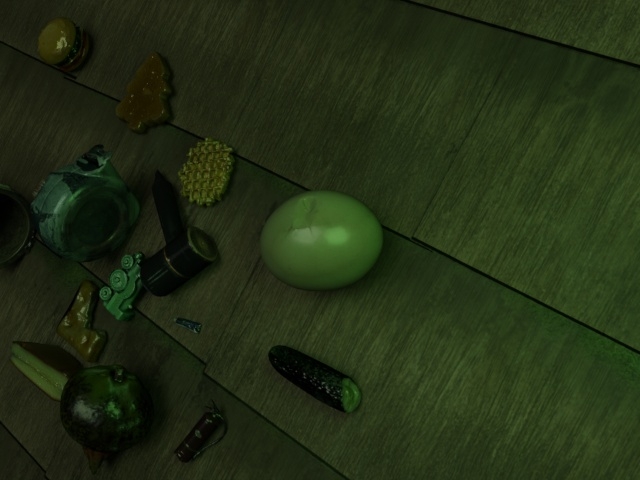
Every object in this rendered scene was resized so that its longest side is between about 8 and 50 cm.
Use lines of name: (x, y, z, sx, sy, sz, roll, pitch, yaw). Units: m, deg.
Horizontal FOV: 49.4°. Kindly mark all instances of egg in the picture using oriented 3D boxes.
egg: (0.000, 0.000, 1.481, 0.269, 0.219, 0.219, -5, 75, 11)

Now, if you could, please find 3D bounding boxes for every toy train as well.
toy train: (-0.503, 0.117, 1.825, 0.105, 0.071, 0.178, 40, 100, 23)

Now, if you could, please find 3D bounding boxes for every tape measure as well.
tape measure: (-0.617, -0.082, 1.832, 0.147, 0.256, 0.275, 30, 67, 33)

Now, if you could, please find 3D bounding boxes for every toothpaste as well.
toothpaste: (-0.333, 0.209, 1.734, 0.083, 0.019, 0.027, 14, 68, 28)

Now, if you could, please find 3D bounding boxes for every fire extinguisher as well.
fire extinguisher: (-0.273, 0.454, 1.627, 0.078, 0.045, 0.157, 39, 98, 3)

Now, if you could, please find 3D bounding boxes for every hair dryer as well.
hair dryer: (-0.399, -0.039, 1.802, 0.189, 0.107, 0.352, -36, 55, 19)

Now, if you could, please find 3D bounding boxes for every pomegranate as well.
pomegranate: (-0.515, 0.432, 1.704, 0.204, 0.276, 0.222, -32, 49, -26)

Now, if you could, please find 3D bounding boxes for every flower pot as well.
flower pot: (-1.025, -0.077, 2.072, 0.259, 0.290, 0.290, 34, 95, 44)

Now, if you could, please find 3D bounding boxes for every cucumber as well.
cucumber: (-0.023, 0.292, 1.505, 0.241, 0.074, 0.074, 22, 89, 33)

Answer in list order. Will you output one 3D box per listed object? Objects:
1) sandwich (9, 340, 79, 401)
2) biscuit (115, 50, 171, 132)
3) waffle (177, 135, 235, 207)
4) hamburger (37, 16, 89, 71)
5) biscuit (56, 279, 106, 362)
sandwich: (-0.733, 0.350, 1.882, 0.258, 0.096, 0.094, 26, 98, 30)
biscuit: (-0.486, -0.417, 1.967, 0.212, 0.041, 0.238, 11, 83, 37)
waffle: (-0.296, -0.177, 1.798, 0.191, 0.038, 0.191, -8, 74, 27)
hamburger: (-0.789, -0.603, 2.140, 0.162, 0.115, 0.162, -6, 77, 29)
biscuit: (-0.633, 0.222, 1.890, 0.183, 0.039, 0.174, 36, 94, 31)
